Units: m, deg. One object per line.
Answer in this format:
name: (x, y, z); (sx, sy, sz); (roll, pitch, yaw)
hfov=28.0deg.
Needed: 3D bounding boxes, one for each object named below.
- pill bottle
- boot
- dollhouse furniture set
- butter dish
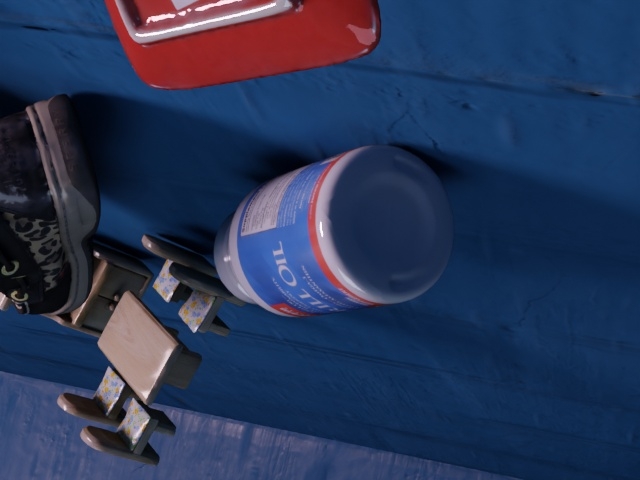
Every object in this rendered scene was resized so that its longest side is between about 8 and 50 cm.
pill bottle: (0.000, 0.000, 1.056); (0.124, 0.124, 0.221); (21, 163, -25)
boot: (-0.346, 0.007, 1.124); (0.284, 0.138, 0.377); (-16, 169, -19)
dollhouse furniture set: (-0.239, 0.087, 1.421); (0.161, 0.212, 0.242); (24, -172, -38)
butter dish: (-0.028, -0.159, 0.557); (0.160, 0.118, 0.160); (-3, 114, 44)
